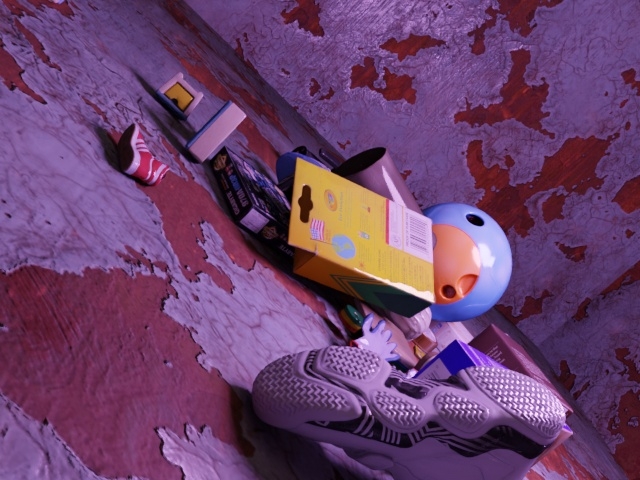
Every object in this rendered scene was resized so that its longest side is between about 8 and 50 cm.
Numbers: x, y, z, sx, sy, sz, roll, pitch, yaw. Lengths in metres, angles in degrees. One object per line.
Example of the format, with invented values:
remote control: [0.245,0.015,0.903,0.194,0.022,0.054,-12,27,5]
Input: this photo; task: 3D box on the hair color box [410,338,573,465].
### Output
hair color box: [0.239,0.286,1.092,0.339,0.185,0.110,31,19,-50]

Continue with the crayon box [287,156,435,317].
crayon box: [0.065,-0.003,1.324,0.318,0.081,0.202,24,50,-25]

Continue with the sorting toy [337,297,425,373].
sorting toy: [0.117,0.189,1.323,0.274,0.046,0.132,40,14,-26]

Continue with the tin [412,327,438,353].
tin: [0.203,0.184,1.668,0.190,0.040,0.106,46,8,-2]

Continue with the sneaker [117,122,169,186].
sneaker: [-0.262,-0.124,1.057,0.067,0.042,0.118,33,25,-35]

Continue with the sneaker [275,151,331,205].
sneaker: [-0.039,-0.114,1.590,0.147,0.129,0.330,40,13,-39]

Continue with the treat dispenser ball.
treat dispenser ball: [0.313,0.053,1.718,0.288,0.288,0.288,44,12,-12]

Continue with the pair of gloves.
pair of gloves: [0.115,0.217,1.173,0.198,0.023,0.159,61,26,4]

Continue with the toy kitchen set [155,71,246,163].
toy kitchen set: [-0.257,-0.245,1.388,0.166,0.122,0.207,44,-8,-11]

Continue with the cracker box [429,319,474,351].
cracker box: [0.358,0.276,1.821,0.155,0.067,0.232,27,21,-55]

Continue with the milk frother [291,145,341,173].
milk frother: [-0.019,-0.172,1.975,0.134,0.129,0.143,37,58,-35]

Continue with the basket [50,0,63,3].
basket: [-0.478,-0.626,1.363,0.201,0.289,0.255,30,20,-53]

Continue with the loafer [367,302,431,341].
loafer: [0.098,0.068,1.450,0.112,0.111,0.320,-20,76,-55]

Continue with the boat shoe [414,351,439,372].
boat shoe: [0.265,0.303,1.291,0.257,0.095,0.095,41,-4,-35]

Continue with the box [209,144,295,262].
box: [-0.115,-0.070,1.366,0.175,0.051,0.220,37,15,-40]

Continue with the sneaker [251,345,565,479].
sneaker: [0.090,0.252,0.836,0.365,0.210,0.137,7,23,-11]

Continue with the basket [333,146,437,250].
basket: [0.132,-0.074,1.543,0.227,0.154,0.204,61,-2,-20]

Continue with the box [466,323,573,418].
box: [0.399,0.328,1.547,0.168,0.167,0.203,35,16,-42]
